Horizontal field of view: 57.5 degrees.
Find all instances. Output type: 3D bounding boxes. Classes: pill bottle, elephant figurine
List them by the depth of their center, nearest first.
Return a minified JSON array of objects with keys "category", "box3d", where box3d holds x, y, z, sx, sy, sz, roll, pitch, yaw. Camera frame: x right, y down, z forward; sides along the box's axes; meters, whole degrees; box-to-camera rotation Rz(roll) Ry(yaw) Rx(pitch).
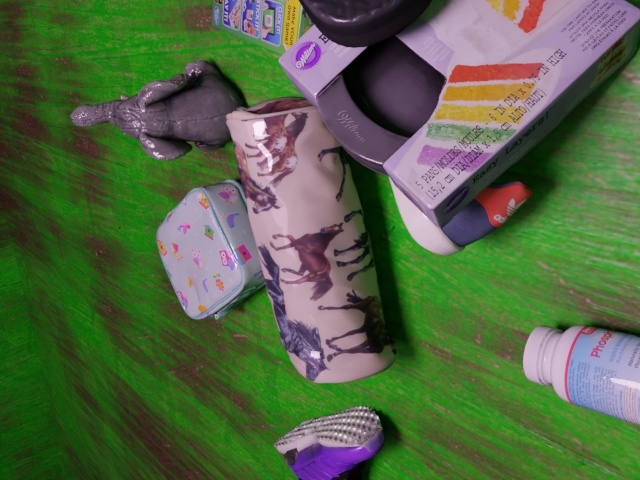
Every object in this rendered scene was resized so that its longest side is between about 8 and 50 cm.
[{"category":"pill bottle","box3d":[0.302,0.138,0.611,0.160,0.087,0.087,9,112,46]},{"category":"elephant figurine","box3d":[-0.264,-0.208,0.991,0.186,0.239,0.170,-37,77,49]}]

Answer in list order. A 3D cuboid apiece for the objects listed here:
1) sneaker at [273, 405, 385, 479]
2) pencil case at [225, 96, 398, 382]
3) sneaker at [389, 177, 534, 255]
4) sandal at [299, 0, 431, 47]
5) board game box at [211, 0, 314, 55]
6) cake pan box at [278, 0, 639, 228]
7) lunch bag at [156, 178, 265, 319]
[{"category":"sneaker","box3d":[0.038,0.385,1.017,0.293,0.102,0.146,-34,84,55]},{"category":"pencil case","box3d":[0.000,0.000,0.832,0.159,0.183,0.411,3,110,53]},{"category":"sneaker","box3d":[0.129,-0.165,0.673,0.148,0.131,0.350,-30,76,29]},{"category":"sandal","box3d":[-0.017,-0.371,0.636,0.167,0.107,0.446,-26,67,11]},{"category":"board game box","box3d":[-0.071,-0.443,0.826,0.213,0.046,0.318,34,128,36]},{"category":"cake pan box","box3d":[0.122,-0.181,0.582,0.267,0.070,0.246,-42,64,3]},{"category":"lunch bag","box3d":[-0.204,0.028,1.127,0.279,0.107,0.224,-35,82,50]}]
